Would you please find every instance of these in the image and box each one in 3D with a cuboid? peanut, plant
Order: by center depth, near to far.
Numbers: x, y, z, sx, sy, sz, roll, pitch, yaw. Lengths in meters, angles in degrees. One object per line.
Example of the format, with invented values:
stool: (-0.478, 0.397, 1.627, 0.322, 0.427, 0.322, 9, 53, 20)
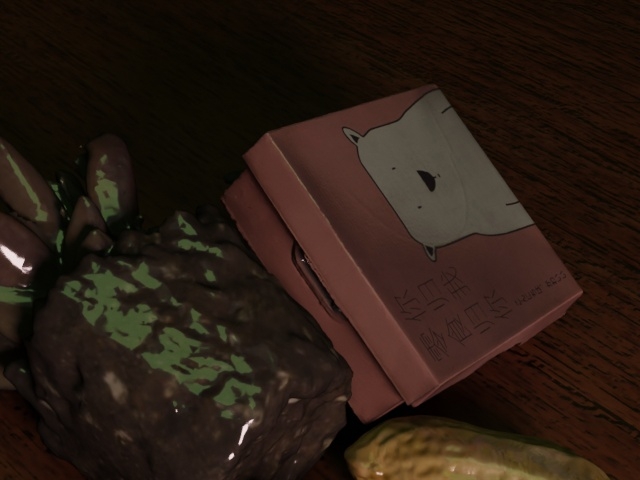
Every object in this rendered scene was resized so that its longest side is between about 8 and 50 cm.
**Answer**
peanut: (0.111, 0.164, 0.731, 0.194, 0.083, 0.093, 17, 37, 16)
plant: (-0.140, 0.061, 0.768, 0.321, 0.194, 0.182, 38, 48, 25)

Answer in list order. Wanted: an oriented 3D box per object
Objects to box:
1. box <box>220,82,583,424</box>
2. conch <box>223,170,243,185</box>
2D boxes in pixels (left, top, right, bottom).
box: (0.063, 0.005, 0.816, 0.215, 0.086, 0.215, -23, 75, -47)
conch: (0.005, -0.002, 0.915, 0.086, 0.080, 0.232, 11, 35, -38)
